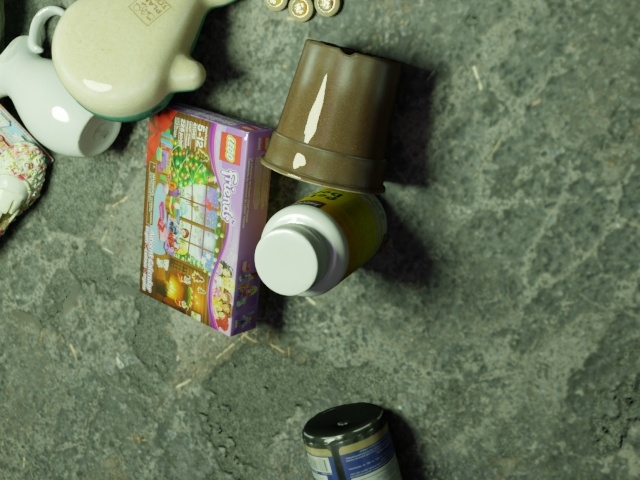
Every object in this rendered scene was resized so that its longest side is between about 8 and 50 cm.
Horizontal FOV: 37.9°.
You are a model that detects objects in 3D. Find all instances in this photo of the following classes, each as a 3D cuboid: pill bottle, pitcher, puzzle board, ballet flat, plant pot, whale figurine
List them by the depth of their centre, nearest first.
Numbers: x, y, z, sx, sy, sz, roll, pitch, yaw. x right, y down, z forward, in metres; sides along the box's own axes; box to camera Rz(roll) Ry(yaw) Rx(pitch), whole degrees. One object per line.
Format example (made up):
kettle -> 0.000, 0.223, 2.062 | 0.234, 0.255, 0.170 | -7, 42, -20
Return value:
plant pot -> 0.022, -0.161, 1.181 | 0.167, 0.167, 0.165 | 18, 103, 18
pill bottle -> 0.000, 0.000, 1.195 | 0.117, 0.215, 0.117 | 6, 107, 22
whale figurine -> -0.228, -0.277, 1.263 | 0.216, 0.141, 0.272 | 44, 82, 10
pill bottle -> 0.057, 0.352, 1.321 | 0.122, 0.123, 0.219 | -10, 101, 26
pitcher -> -0.378, -0.231, 1.360 | 0.207, 0.125, 0.178 | 36, 99, 21
puzzle board -> -0.494, -0.148, 1.461 | 0.096, 0.011, 0.128 | -31, 112, 28
ballet flat -> -0.504, -0.053, 1.470 | 0.091, 0.077, 0.241 | 27, 126, -22

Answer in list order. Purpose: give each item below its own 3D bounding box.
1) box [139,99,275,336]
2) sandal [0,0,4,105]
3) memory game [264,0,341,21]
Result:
box -> -0.167, -0.036, 1.316 | 0.201, 0.057, 0.293 | 20, 113, 36
sandal -> -0.537, -0.278, 1.424 | 0.120, 0.086, 0.303 | 10, 128, -23
memory game -> -0.019, -0.378, 1.211 | 0.186, 0.012, 0.186 | 6, 106, 22
